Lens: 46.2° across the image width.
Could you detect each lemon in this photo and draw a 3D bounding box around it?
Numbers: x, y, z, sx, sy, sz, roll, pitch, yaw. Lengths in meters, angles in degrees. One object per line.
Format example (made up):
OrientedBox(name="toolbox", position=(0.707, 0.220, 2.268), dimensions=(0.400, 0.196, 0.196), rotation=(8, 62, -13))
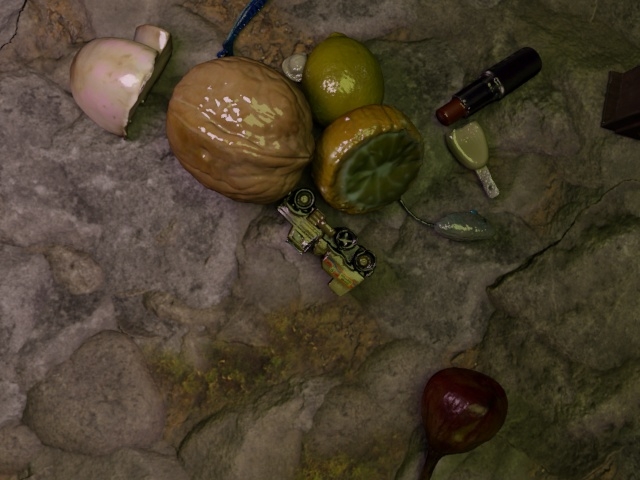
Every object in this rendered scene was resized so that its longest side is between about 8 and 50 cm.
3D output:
OrientedBox(name="lemon", position=(0.048, -0.347, 1.646), dimensions=(0.184, 0.184, 0.248), rotation=(-6, 80, -14))

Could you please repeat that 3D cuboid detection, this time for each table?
OrientedBox(name="table", position=(0.830, -0.336, 1.846), dimensions=(0.193, 0.169, 0.172), rotation=(14, 82, -13))

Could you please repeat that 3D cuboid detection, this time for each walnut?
OrientedBox(name="walnut", position=(-0.158, -0.225, 1.538), dimensions=(0.313, 0.252, 0.277), rotation=(24, 84, 13))

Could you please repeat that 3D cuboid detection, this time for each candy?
OrientedBox(name="candy", position=(0.101, -0.174, 1.620), dimensions=(0.260, 0.259, 0.118), rotation=(-23, 48, -15))

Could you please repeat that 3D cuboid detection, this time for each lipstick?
OrientedBox(name="lipstick", position=(0.400, -0.361, 1.786), dimensions=(0.300, 0.081, 0.081), rotation=(-35, 95, -15))

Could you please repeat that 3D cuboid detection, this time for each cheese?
OrientedBox(name="cheese", position=(0.373, -0.189, 1.787), dimensions=(0.097, 0.037, 0.192), rotation=(-27, 92, -13))

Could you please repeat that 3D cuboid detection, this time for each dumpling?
OrientedBox(name="dumpling", position=(-0.057, -0.394, 1.695), dimensions=(0.060, 0.043, 0.077), rotation=(6, 87, 8))

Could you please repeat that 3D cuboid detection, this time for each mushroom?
OrientedBox(name="mushroom", position=(-0.422, -0.361, 1.538), dimensions=(0.173, 0.162, 0.236), rotation=(28, 78, -12))

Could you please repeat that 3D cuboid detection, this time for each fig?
OrientedBox(name="fig", position=(0.308, 0.428, 1.656), dimensions=(0.191, 0.191, 0.290), rotation=(13, 82, -13))

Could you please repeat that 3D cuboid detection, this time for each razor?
OrientedBox(name="razor", position=(-0.147, -0.515, 1.678), dimensions=(0.056, 0.093, 0.324), rotation=(20, 75, 24))

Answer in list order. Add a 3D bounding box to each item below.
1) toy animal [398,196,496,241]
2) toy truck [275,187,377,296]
OrientedBox(name="toy animal", position=(0.284, -0.049, 1.749), dimensions=(0.253, 0.070, 0.079), rotation=(18, 46, 0))
OrientedBox(name="toy truck", position=(0.002, -0.005, 1.641), dimensions=(0.127, 0.127, 0.257), rotation=(-42, 96, 1))
